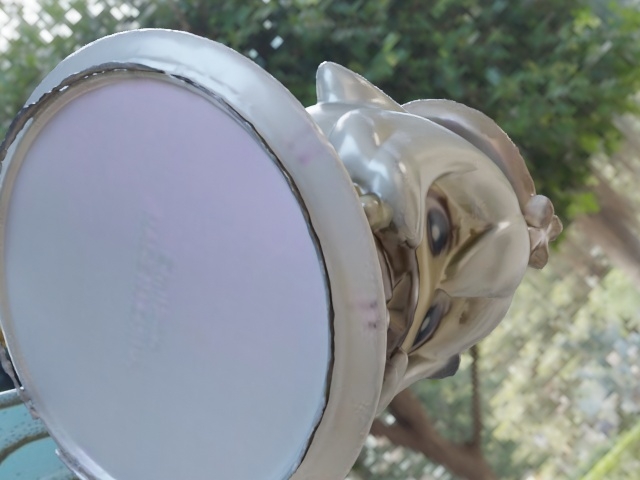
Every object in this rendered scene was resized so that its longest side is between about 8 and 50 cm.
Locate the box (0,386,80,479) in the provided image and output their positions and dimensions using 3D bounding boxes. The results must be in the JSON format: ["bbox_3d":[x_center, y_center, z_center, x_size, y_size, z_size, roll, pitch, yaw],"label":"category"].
[{"bbox_3d":[-0.059,0.132,0.504,0.162,0.229,0.041,-12,-48,-11],"label":"box"}]

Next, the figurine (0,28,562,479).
[{"bbox_3d":[0.000,0.000,0.421,0.153,0.132,0.132,-17,-30,-52],"label":"figurine"}]

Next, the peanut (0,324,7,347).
[{"bbox_3d":[-0.111,0.010,0.718,0.093,0.083,0.194,-15,-13,-40],"label":"peanut"}]
